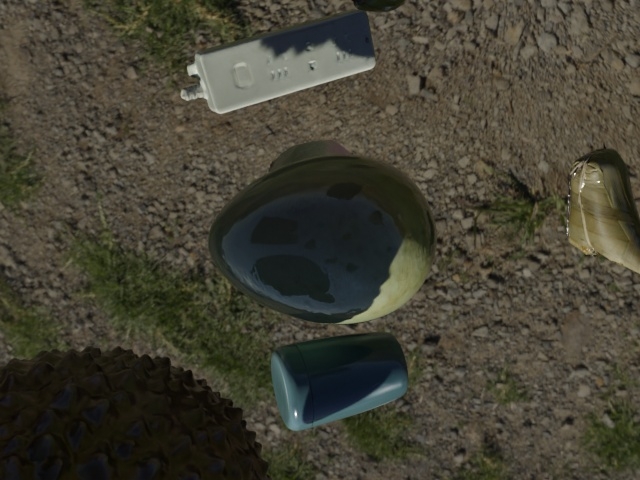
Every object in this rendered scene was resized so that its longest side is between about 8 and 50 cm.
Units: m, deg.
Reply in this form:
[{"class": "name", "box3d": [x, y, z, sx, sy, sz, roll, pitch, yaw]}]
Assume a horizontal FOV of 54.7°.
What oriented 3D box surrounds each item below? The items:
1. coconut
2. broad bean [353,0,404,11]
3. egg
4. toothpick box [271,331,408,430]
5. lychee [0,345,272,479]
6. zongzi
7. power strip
[{"class": "coconut", "box3d": [-0.009, -0.092, 1.251, 0.227, 0.227, 0.230, -26, 147, 28]}, {"class": "broad bean", "box3d": [0.104, -0.364, 0.864, 0.048, 0.214, 0.070, -17, 108, 54]}, {"class": "egg", "box3d": [0.000, 0.000, 0.796, 0.296, 0.218, 0.218, -2, 116, 4]}, {"class": "toothpick box", "box3d": [0.030, 0.195, 0.887, 0.184, 0.120, 0.120, -8, 119, -17]}, {"class": "lychee", "box3d": [-0.227, 0.285, 0.562, 0.381, 0.432, 0.380, -2, 77, 8]}, {"class": "zongzi", "box3d": [0.506, -0.046, 1.053, 0.099, 0.197, 0.194, -18, 119, -11]}, {"class": "power strip", "box3d": [-0.061, -0.285, 0.986, 0.338, 0.058, 0.098, -21, 116, -15]}]
